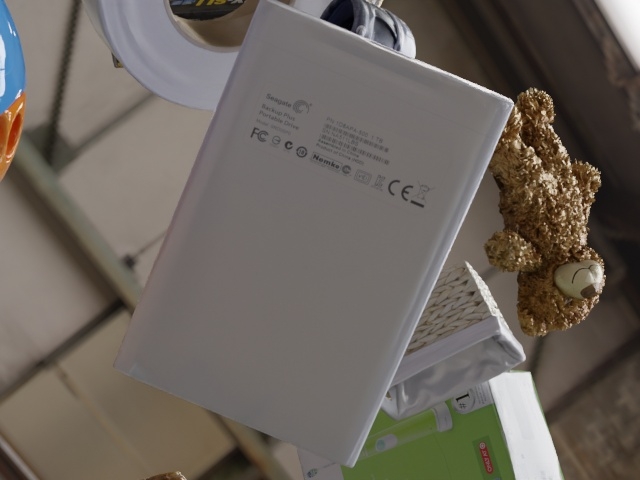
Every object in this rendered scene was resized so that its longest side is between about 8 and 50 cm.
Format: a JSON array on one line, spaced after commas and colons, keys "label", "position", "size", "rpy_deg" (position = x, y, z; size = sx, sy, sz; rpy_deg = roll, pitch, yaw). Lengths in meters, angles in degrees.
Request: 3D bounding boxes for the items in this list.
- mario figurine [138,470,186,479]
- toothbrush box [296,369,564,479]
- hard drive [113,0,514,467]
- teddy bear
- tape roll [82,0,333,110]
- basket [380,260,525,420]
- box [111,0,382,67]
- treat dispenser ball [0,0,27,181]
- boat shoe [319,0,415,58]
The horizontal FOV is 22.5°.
[{"label": "mario figurine", "position": [-0.180, 0.450, 1.981], "size": [0.198, 0.320, 0.170], "rpy_deg": [-19, 175, 10]}, {"label": "toothbrush box", "position": [0.134, 0.293, 1.896], "size": [0.283, 0.206, 0.122], "rpy_deg": [-27, 159, 30]}, {"label": "hard drive", "position": [-0.009, -0.004, 1.268], "size": [0.040, 0.210, 0.318], "rpy_deg": [-70, -177, -77]}, {"label": "teddy bear", "position": [0.305, -0.041, 2.177], "size": [0.113, 0.338, 0.245], "rpy_deg": [-10, 174, 35]}, {"label": "tape roll", "position": [-0.108, -0.284, 1.685], "size": [0.286, 0.286, 0.100], "rpy_deg": [-36, -147, -2]}, {"label": "basket", "position": [0.123, 0.110, 1.777], "size": [0.167, 0.113, 0.103], "rpy_deg": [-28, -119, 10]}, {"label": "box", "position": [-0.093, -0.312, 2.143], "size": [0.322, 0.079, 0.257], "rpy_deg": [-2, -154, 12]}, {"label": "treat dispenser ball", "position": [-0.368, -0.118, 1.220], "size": [0.288, 0.288, 0.288], "rpy_deg": [-30, -157, 14]}, {"label": "boat shoe", "position": [-0.024, -0.091, 1.512], "size": [0.108, 0.102, 0.301], "rpy_deg": [39, -80, 40]}]
